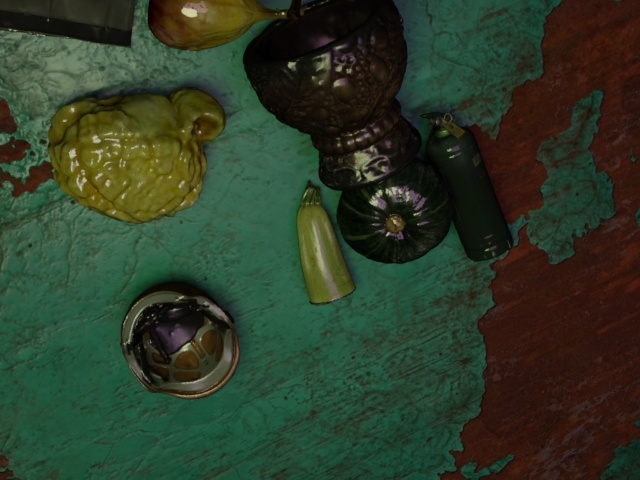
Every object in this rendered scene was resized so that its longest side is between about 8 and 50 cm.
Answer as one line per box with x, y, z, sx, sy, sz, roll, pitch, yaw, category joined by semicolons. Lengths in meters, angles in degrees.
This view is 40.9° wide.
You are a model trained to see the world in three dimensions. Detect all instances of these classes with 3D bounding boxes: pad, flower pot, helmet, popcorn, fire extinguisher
-0.407;-0.396;1.356;0.233;0.022;0.174;6;125;-17;pad
0.038;-0.242;1.432;0.266;0.266;0.267;-28;122;-5;flower pot
-0.254;0.165;1.526;0.198;0.130;0.224;-38;121;2;helmet
-0.298;-0.132;1.416;0.285;0.174;0.225;-11;123;-22;popcorn
0.263;-0.110;1.595;0.114;0.095;0.311;-42;116;-42;fire extinguisher

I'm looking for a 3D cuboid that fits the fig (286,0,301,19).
-0.064;-0.481;1.352;0.170;0.145;0.274;-13;84;-15;fig

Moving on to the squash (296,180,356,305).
0.000;0.000;1.579;0.094;0.094;0.224;-15;100;-10;squash

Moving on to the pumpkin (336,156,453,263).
0.133;-0.057;1.553;0.211;0.152;0.212;0;109;-1;pumpkin

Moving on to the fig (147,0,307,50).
-0.148;-0.380;1.384;0.257;0.159;0.159;0;105;-11;fig
